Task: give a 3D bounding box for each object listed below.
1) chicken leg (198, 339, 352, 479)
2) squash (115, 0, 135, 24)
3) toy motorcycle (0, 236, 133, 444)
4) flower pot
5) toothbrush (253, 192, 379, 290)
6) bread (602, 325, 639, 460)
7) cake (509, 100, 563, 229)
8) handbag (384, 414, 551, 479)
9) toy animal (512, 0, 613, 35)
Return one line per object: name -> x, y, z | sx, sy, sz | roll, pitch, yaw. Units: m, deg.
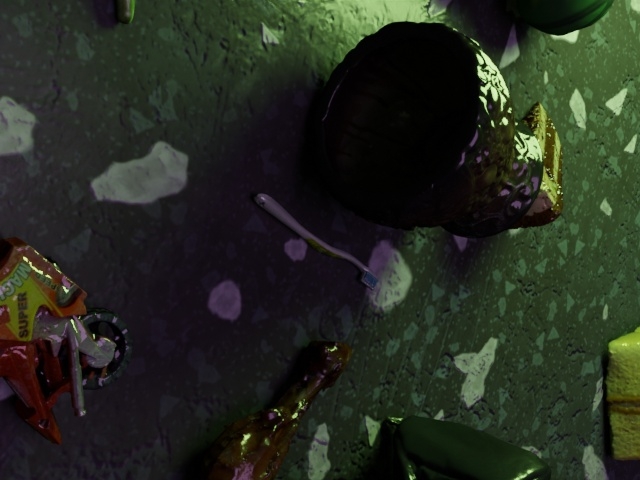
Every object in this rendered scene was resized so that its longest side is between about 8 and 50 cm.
chicken leg -> -0.055, 0.241, 1.172 | 0.304, 0.093, 0.113 | -48, 142, -35
squash -> -0.220, -0.285, 0.987 | 0.027, 0.027, 0.089 | -22, 111, -37
toy motorcycle -> -0.324, 0.077, 0.902 | 0.171, 0.089, 0.298 | -54, 127, -20
flower pot -> 0.162, -0.126, 1.206 | 0.267, 0.267, 0.266 | 24, 80, -51
toothbrush -> 0.000, 0.000, 1.220 | 0.263, 0.022, 0.026 | 38, 59, -38
bread -> 0.651, 0.307, 1.779 | 0.178, 0.142, 0.266 | -14, 104, -23
cake -> 0.359, -0.124, 1.442 | 0.246, 0.135, 0.112 | -42, 120, -29
handbag -> 0.173, 0.421, 1.268 | 0.178, 0.275, 0.301 | -14, 110, -46
toy animal -> 0.345, -0.450, 1.345 | 0.338, 0.191, 0.216 | 35, 73, -39
